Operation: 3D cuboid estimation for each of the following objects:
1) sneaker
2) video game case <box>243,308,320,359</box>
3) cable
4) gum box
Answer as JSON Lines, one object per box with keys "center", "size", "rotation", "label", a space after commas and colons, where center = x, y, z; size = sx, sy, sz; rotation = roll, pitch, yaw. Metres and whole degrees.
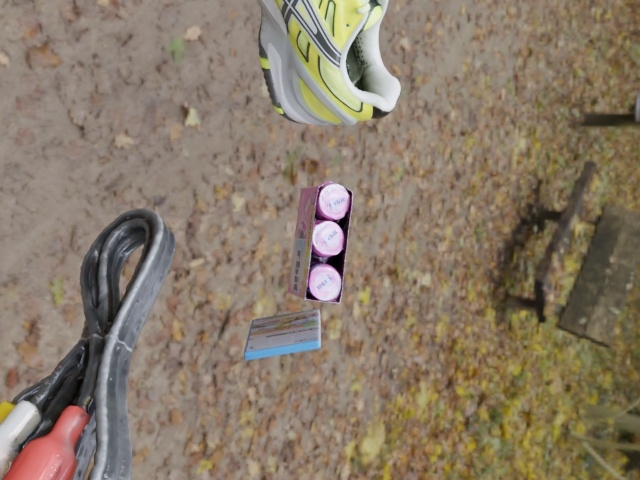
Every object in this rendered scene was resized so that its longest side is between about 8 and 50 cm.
{"center": [-0.001, -0.295, 0.818], "size": [0.145, 0.147, 0.385], "rotation": [-55, 142, -33], "label": "sneaker"}
{"center": [-0.059, 0.151, 1.256], "size": [0.166, 0.119, 0.015], "rotation": [-91, 171, -78], "label": "video game case"}
{"center": [-0.151, 0.077, 0.472], "size": [0.072, 0.139, 0.287], "rotation": [48, 46, -38], "label": "cable"}
{"center": [0.000, 0.000, 1.241], "size": [0.062, 0.107, 0.188], "rotation": [7, 90, -16], "label": "gum box"}
